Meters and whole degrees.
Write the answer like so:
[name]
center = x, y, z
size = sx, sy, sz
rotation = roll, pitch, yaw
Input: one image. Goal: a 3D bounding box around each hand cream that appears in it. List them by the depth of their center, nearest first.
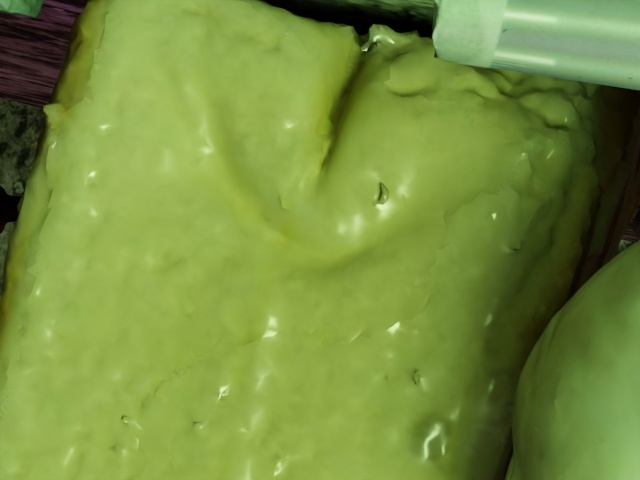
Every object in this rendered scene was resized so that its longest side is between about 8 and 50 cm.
[hand cream]
center = 0.159, -0.055, 0.490
size = 0.255, 0.048, 0.079
rotation = 10, -178, 5

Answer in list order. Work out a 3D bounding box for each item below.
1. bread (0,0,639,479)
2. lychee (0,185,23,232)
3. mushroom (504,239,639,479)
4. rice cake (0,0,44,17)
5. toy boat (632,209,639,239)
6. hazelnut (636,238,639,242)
[bread]
center = -0.003, 0.073, 0.915
size = 0.279, 0.390, 0.371
rotation = 17, 180, 12
[lychee]
center = -0.471, -0.017, 1.351
size = 0.499, 0.425, 0.424
rotation = -7, -175, -15
[mushroom]
center = 0.236, 0.079, 0.696
size = 0.314, 0.314, 0.336
rotation = 12, -148, 18
[rice cake]
center = -0.246, -0.150, 0.895
size = 0.245, 0.042, 0.045
rotation = 13, 178, 32
[toy boat]
center = 0.291, -0.017, 1.083
size = 0.185, 0.071, 0.089
rotation = 12, 180, -9
[hazelnut]
center = 0.390, 0.046, 1.599
size = 0.210, 0.210, 0.186
rotation = 13, 150, 50
